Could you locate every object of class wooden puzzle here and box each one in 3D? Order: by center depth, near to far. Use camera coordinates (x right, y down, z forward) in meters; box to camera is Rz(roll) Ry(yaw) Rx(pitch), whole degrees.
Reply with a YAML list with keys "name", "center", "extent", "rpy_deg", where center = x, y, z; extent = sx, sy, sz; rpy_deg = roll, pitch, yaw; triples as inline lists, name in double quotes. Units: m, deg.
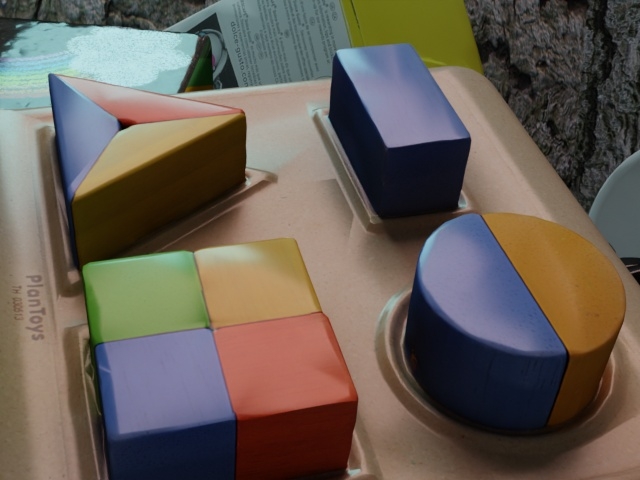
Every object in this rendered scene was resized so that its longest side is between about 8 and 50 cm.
- name: "wooden puzzle"
  center: [0.000, 0.000, 0.479]
  extent: [0.347, 0.080, 0.322]
  rpy_deg: [-4, 42, -18]

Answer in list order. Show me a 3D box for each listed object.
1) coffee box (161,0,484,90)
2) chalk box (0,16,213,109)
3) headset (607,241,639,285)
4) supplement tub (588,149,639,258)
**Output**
- name: "coffee box"
  center: [0.017, -0.140, 1.318]
  extent: [0.334, 0.338, 0.337]
  rpy_deg: [-18, -8, 35]
- name: "chalk box"
  center: [-0.183, -0.002, 0.657]
  extent: [0.180, 0.179, 0.289]
  rpy_deg: [6, 38, 5]
- name: "headset"
  center: [0.161, 0.084, 0.661]
  extent: [0.394, 0.185, 0.243]
  rpy_deg: [16, 7, -25]
- name: "supplement tub"
  center: [0.426, 0.010, 0.949]
  extent: [0.331, 0.241, 0.241]
  rpy_deg: [-1, 7, -44]
